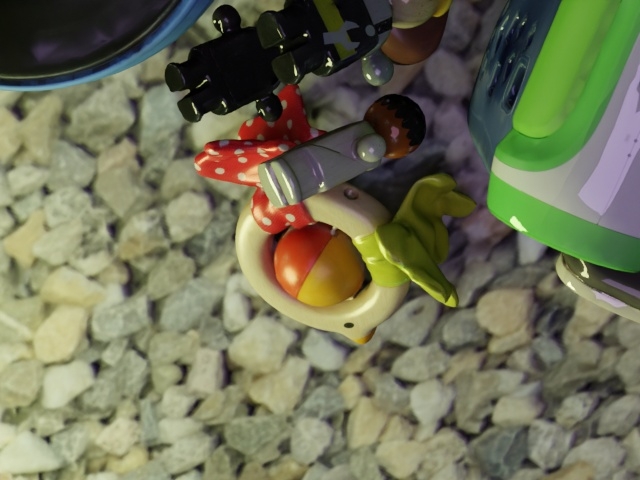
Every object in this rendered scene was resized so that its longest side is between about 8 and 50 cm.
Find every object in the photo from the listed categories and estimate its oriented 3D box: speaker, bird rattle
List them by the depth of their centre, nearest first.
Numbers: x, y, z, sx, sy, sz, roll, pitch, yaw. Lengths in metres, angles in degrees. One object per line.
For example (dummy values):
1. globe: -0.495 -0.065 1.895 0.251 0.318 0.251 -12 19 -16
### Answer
1. speaker: 0.206 -0.136 0.714 0.131 0.131 0.296 19 104 -7
2. bird rattle: 0.000 0.000 1.032 0.254 0.143 0.207 21 132 -4

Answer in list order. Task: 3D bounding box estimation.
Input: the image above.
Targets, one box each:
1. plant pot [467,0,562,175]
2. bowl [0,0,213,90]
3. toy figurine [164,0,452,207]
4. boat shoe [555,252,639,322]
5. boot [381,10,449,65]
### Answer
1. plant pot: 0.250 -0.147 0.890 0.236 0.236 0.212 9 109 -1
2. bowl: -0.244 -0.299 0.918 0.391 0.077 0.391 1 117 2
3. toy figurine: -0.011 -0.151 0.868 0.148 0.209 0.213 -28 143 -25
4. boat shoe: 0.376 0.049 1.042 0.335 0.112 0.095 20 120 -3
5. boot: 0.100 -0.225 0.823 0.096 0.280 0.264 -8 113 -20
